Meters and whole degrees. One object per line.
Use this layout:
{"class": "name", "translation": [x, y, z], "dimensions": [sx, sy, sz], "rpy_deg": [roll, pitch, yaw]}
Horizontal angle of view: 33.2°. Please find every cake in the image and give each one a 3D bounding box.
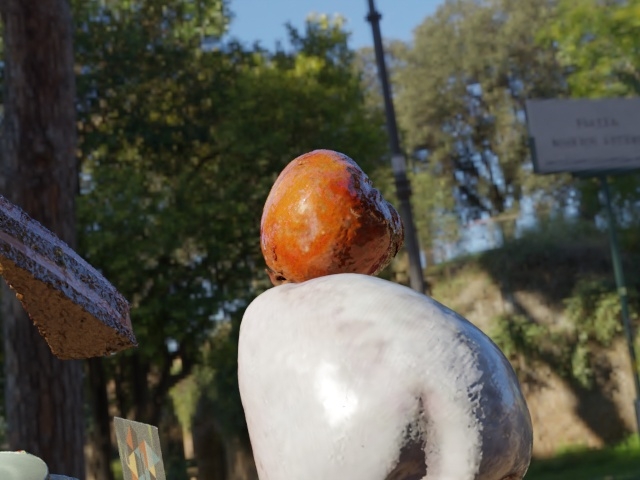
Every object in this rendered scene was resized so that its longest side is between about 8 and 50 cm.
{"class": "cake", "translation": [-0.391, 0.063, 1.542], "dimensions": [0.113, 0.116, 0.295], "rpy_deg": [-27, -53, 14]}

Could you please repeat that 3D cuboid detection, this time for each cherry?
{"class": "cherry", "translation": [0.065, 0.192, 1.157], "dimensions": [0.291, 0.335, 0.326], "rpy_deg": [-12, -4, -39]}

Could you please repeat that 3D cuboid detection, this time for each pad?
{"class": "pad", "translation": [-0.301, 0.372, 1.800], "dimensions": [0.003, 0.143, 0.211], "rpy_deg": [-9, 0, -30]}

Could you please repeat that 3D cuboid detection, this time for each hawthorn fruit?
{"class": "hawthorn fruit", "translation": [0.000, 0.000, 1.997], "dimensions": [0.276, 0.307, 0.276], "rpy_deg": [37, -8, 6]}

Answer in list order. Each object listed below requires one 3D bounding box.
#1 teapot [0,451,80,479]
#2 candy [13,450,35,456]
{"class": "teapot", "translation": [-0.356, 0.327, 1.164], "dimensions": [0.239, 0.149, 0.162], "rpy_deg": [-13, 15, -32]}
{"class": "candy", "translation": [-0.349, 0.344, 1.364], "dimensions": [0.049, 0.185, 0.055], "rpy_deg": [-13, -38, -44]}
